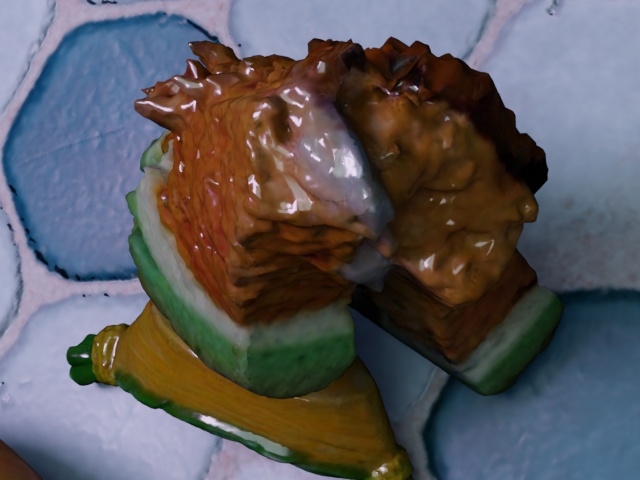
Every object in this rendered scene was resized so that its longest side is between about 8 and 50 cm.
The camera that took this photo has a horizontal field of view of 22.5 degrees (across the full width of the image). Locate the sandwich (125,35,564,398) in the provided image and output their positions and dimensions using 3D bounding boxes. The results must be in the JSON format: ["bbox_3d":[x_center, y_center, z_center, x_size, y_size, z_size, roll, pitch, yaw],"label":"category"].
[{"bbox_3d":[0.000,0.000,0.787,0.250,0.301,0.162,34,79,6],"label":"sandwich"}]

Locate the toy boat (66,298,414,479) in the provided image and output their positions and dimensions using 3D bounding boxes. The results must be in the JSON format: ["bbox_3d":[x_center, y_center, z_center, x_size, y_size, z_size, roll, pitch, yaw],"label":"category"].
[{"bbox_3d":[-0.045,0.085,0.915,0.229,0.089,0.088,23,129,21],"label":"toy boat"}]

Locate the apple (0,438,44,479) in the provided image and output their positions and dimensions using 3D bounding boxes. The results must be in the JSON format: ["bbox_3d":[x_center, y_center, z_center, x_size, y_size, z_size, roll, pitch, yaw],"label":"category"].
[{"bbox_3d":[-0.238,0.194,0.912,0.210,0.173,0.235,-51,61,10],"label":"apple"}]
